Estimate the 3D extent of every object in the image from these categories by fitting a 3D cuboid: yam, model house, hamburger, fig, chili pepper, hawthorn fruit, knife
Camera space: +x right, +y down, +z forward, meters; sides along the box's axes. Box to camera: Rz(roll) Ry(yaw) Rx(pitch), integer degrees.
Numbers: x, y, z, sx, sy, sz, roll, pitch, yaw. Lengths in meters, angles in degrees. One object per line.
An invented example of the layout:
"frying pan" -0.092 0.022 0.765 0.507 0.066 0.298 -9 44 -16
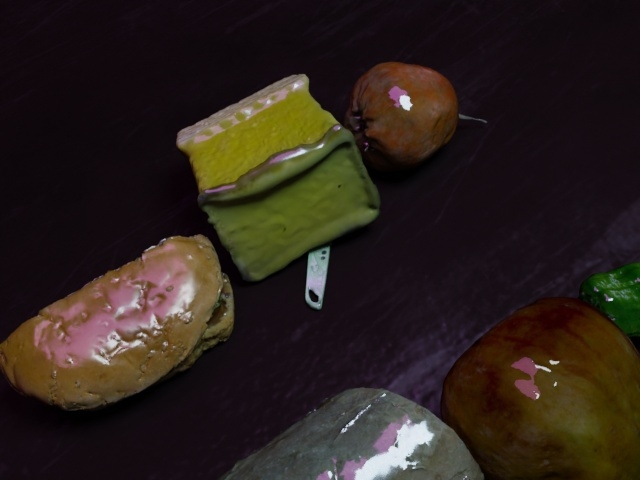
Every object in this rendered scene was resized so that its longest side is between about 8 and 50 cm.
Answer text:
"yam" -0.024 0.252 0.580 0.304 0.168 0.168 -34 52 -17
"model house" -0.069 -0.105 0.872 0.193 0.175 0.234 -29 51 -1
"hamburger" -0.210 0.103 0.769 0.262 0.124 0.131 -29 51 -12
"fig" 0.219 0.196 0.609 0.190 0.190 0.290 -24 87 -9
"chili pepper" 0.366 0.060 0.720 0.256 0.074 0.100 -9 32 -4
"hawthorn fruit" 0.112 -0.169 0.932 0.149 0.149 0.189 25 36 28
"knife" 0.000 0.000 0.887 0.030 0.014 0.207 -3 51 10
